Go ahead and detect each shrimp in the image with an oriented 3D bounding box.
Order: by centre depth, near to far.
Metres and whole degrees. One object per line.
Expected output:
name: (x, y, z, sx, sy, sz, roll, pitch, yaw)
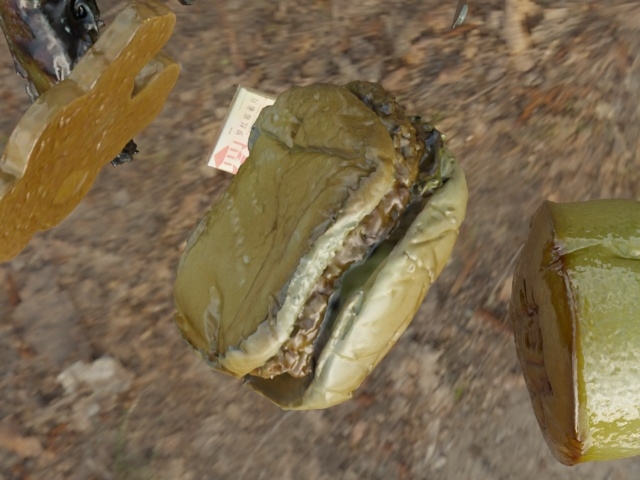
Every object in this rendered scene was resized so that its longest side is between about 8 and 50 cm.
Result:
shrimp: (-0.218, -0.258, 1.728, 0.233, 0.071, 0.365, -25, 114, -13)

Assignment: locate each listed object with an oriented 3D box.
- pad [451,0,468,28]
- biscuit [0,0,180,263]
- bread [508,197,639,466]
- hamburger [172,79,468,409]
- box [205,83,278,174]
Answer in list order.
pad: (0.175, -0.343, 1.619, 0.009, 0.159, 0.265, 17, 78, -2)
biscuit: (-0.187, -0.073, 1.255, 0.040, 0.144, 0.236, 33, 67, 20)
bread: (0.260, 0.089, 1.634, 0.148, 0.270, 0.270, -5, 97, 0)
hamburger: (0.000, 0.001, 1.478, 0.145, 0.259, 0.283, 23, 106, -28)
box: (-0.075, -0.111, 1.753, 0.058, 0.015, 0.093, 17, 112, -20)
